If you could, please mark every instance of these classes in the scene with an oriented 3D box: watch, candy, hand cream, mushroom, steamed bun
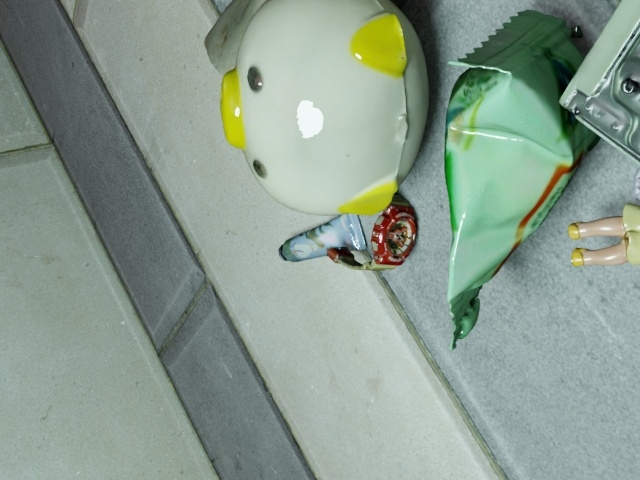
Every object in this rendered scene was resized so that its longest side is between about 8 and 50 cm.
[{"bbox_3d":[0.063,-0.028,1.229,0.268,0.102,0.165,4,88,49],"label":"watch"},{"bbox_3d":[0.239,-0.076,0.850,0.171,0.262,0.398,26,127,28],"label":"candy"},{"bbox_3d":[0.000,0.000,1.377,0.256,0.055,0.088,-17,86,46],"label":"hand cream"},{"bbox_3d":[-0.113,-0.426,1.247,0.407,0.137,0.154,-21,77,60],"label":"mushroom"},{"bbox_3d":[0.013,-0.222,1.033,0.333,0.333,0.374,29,133,42],"label":"steamed bun"}]

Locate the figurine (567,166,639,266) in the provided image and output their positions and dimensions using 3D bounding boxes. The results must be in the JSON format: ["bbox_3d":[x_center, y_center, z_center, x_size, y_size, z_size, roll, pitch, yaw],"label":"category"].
[{"bbox_3d":[0.425,-0.005,0.765,0.240,0.115,0.175,-2,104,53],"label":"figurine"}]

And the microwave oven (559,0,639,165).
[{"bbox_3d":[0.437,-0.211,0.568,0.286,0.218,0.355,49,139,27],"label":"microwave oven"}]
